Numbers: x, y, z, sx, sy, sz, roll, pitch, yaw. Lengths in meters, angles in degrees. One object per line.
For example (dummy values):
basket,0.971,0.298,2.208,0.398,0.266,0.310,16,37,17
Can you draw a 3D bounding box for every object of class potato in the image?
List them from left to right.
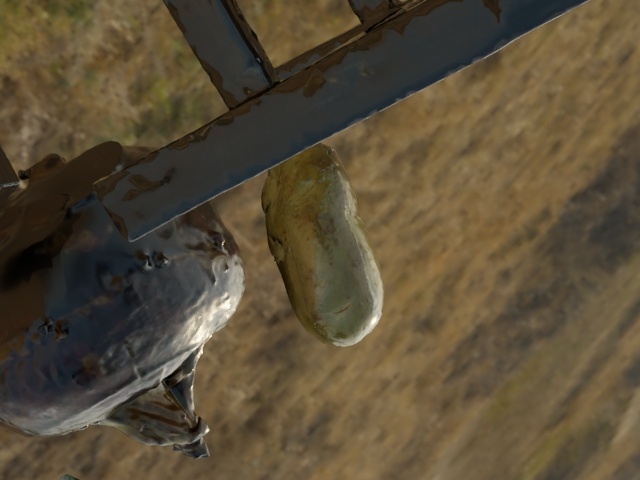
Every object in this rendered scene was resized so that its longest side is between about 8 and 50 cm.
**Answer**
potato,0.000,0.000,1.088,0.080,0.170,0.107,-21,175,10

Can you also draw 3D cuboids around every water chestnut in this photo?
water chestnut,-0.224,0.085,1.427,0.335,0.347,0.335,-28,-167,7

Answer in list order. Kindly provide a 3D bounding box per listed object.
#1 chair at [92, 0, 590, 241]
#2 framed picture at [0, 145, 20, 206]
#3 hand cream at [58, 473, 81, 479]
chair,0.070,-0.201,0.490,0.416,0.241,0.203,-24,-172,26
framed picture,-0.337,-0.054,1.205,0.168,0.128,0.023,-40,165,36
hand cream,-0.105,0.280,1.196,0.095,0.276,0.059,-78,-169,-45
